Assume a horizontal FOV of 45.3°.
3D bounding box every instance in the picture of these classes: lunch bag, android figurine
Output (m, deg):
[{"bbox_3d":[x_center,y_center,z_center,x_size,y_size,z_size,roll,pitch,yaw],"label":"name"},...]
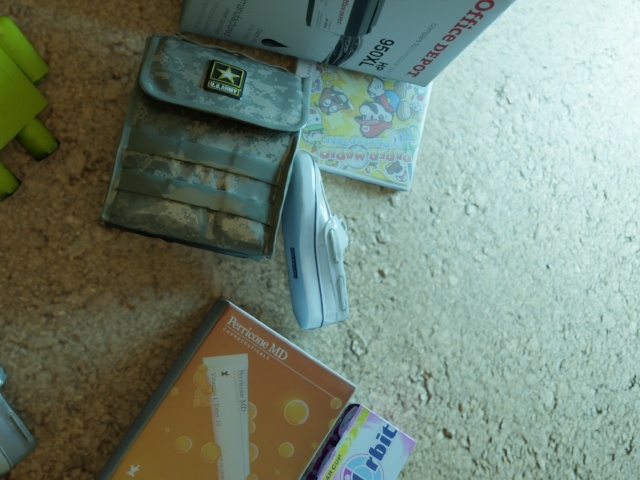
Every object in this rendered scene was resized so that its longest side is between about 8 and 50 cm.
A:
[{"bbox_3d":[-0.152,-0.133,1.058,0.236,0.169,0.286,14,83,-11],"label":"lunch bag"},{"bbox_3d":[-0.458,-0.187,0.963,0.272,0.056,0.248,56,49,-29],"label":"android figurine"}]

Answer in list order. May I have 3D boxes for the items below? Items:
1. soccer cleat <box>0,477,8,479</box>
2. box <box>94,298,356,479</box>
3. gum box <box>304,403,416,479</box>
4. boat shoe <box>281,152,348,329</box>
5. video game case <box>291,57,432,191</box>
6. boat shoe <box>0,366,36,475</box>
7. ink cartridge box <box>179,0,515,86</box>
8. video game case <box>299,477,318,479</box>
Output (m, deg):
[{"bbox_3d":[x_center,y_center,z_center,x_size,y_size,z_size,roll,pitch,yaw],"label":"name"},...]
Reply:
[{"bbox_3d":[-0.402,0.402,1.029,0.083,0.095,0.248,-47,104,-11],"label":"soccer cleat"},{"bbox_3d":[-0.144,0.281,1.061,0.215,0.168,0.345,35,81,-8],"label":"box"},{"bbox_3d":[0.049,0.358,1.169,0.107,0.062,0.188,35,71,-7],"label":"gum box"},{"bbox_3d":[0.000,0.000,1.151,0.088,0.096,0.267,-8,95,-22],"label":"boat shoe"},{"bbox_3d":[0.056,-0.202,1.199,0.227,0.026,0.206,13,88,-18],"label":"video game case"},{"bbox_3d":[-0.460,0.202,1.024,0.081,0.079,0.227,-34,100,-39],"label":"boat shoe"},{"bbox_3d":[0.034,-0.374,1.036,0.395,0.285,0.166,9,73,-18],"label":"ink cartridge box"},{"bbox_3d":[-0.033,0.478,1.188,0.194,0.023,0.212,-6,93,-18],"label":"video game case"}]
